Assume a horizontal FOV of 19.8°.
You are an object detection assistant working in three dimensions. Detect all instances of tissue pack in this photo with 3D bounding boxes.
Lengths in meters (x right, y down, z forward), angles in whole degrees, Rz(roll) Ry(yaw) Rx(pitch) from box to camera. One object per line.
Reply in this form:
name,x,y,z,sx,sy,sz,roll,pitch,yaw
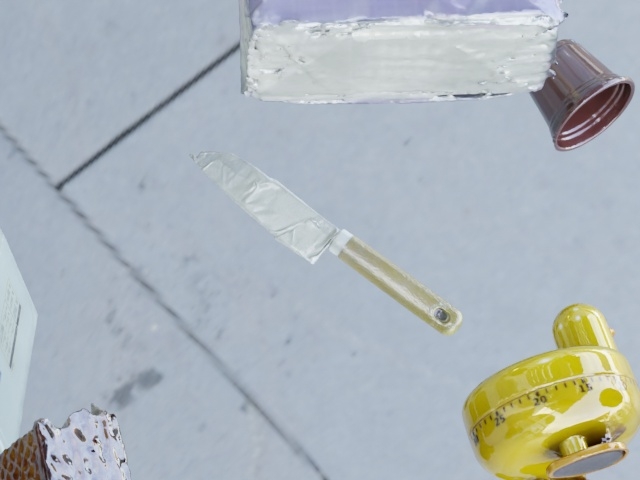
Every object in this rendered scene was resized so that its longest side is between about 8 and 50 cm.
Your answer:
tissue pack,0.049,-0.277,1.457,0.242,0.125,0.343,-3,59,-4

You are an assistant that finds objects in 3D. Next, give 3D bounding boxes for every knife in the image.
knife,-0.001,0.000,1.648,0.298,0.017,0.047,36,94,13

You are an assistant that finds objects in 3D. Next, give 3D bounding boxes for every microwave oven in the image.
microwave oven,-0.367,0.111,1.807,0.122,0.162,0.208,-6,45,7

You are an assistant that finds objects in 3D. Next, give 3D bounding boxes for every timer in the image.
timer,0.135,0.092,1.075,0.107,0.107,0.109,-5,62,-24

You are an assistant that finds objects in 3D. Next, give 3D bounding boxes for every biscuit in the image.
biscuit,-0.163,0.238,1.230,0.070,0.106,0.252,3,61,-37

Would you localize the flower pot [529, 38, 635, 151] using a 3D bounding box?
flower pot,0.274,-0.167,1.998,0.111,0.111,0.089,-23,63,-29
